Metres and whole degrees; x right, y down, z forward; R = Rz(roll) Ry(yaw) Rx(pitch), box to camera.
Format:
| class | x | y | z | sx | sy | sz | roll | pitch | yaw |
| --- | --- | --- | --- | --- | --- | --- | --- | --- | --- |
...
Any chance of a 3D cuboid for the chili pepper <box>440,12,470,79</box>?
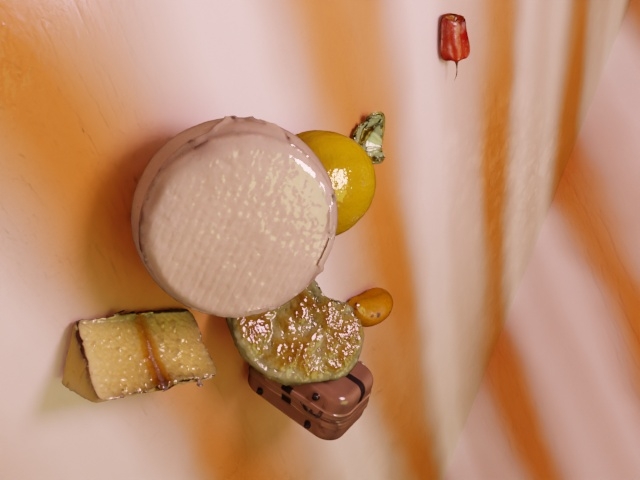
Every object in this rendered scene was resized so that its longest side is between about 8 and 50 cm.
| class | x | y | z | sx | sy | sz | roll | pitch | yaw |
| --- | --- | --- | --- | --- | --- | --- | --- | --- | --- |
| chili pepper | 0.390 | -0.559 | 1.616 | 0.086 | 0.084 | 0.192 | -15 | 123 | -8 |

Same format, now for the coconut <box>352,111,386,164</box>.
| class | x | y | z | sx | sy | sz | roll | pitch | yaw |
| --- | --- | --- | --- | --- | --- | --- | --- | --- | --- |
| coconut | 0.126 | -0.256 | 1.475 | 0.158 | 0.055 | 0.133 | -58 | 143 | -9 |

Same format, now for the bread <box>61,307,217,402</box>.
| class | x | y | z | sx | sy | sz | roll | pitch | yaw |
| --- | --- | --- | --- | --- | --- | --- | --- | --- | --- |
| bread | -0.358 | 0.226 | 1.097 | 0.266 | 0.142 | 0.178 | 4 | 65 | -50 |

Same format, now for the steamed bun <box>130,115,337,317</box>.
| class | x | y | z | sx | sy | sz | roll | pitch | yaw |
| --- | --- | --- | --- | --- | --- | --- | --- | --- | --- |
| steamed bun | -0.161 | -0.047 | 1.052 | 0.374 | 0.241 | 0.374 | -4 | 106 | -15 |

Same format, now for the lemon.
| class | x | y | z | sx | sy | sz | roll | pitch | yaw |
| --- | --- | --- | --- | --- | --- | --- | --- | --- | --- |
| lemon | 0.014 | -0.127 | 1.251 | 0.219 | 0.240 | 0.240 | -6 | 114 | -40 |

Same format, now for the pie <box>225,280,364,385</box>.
| class | x | y | z | sx | sy | sz | roll | pitch | yaw |
| --- | --- | --- | --- | --- | --- | --- | --- | --- | --- |
| pie | -0.064 | 0.178 | 1.298 | 0.296 | 0.078 | 0.371 | -35 | 90 | -23 |

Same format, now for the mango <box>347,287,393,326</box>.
| class | x | y | z | sx | sy | sz | roll | pitch | yaw |
| --- | --- | --- | --- | --- | --- | --- | --- | --- | --- |
| mango | 0.152 | 0.211 | 1.729 | 0.178 | 0.090 | 0.115 | -19 | 113 | -41 |

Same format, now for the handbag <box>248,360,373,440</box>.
| class | x | y | z | sx | sy | sz | roll | pitch | yaw |
| --- | --- | --- | --- | --- | --- | --- | --- | --- | --- |
| handbag | -0.005 | 0.351 | 1.446 | 0.283 | 0.302 | 0.149 | -10 | 120 | -54 |
